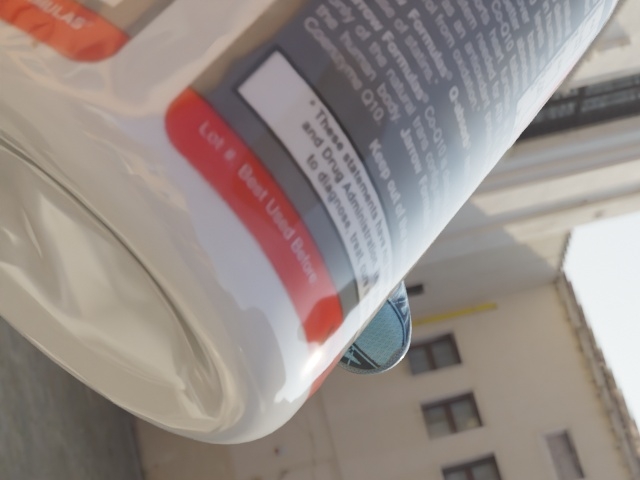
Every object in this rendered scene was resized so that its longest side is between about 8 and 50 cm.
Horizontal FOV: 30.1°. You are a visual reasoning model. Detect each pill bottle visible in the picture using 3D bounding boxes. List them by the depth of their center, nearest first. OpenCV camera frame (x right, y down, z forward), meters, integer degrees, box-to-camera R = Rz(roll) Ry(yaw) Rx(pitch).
[{"bbox_3d":[0.005,-0.110,0.515,0.210,0.363,0.210,31,-29,19],"label":"pill bottle"}]

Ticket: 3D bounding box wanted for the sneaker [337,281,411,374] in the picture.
[{"bbox_3d":[0.000,0.000,0.852,0.125,0.104,0.261,-121,-173,-67],"label":"sneaker"}]
